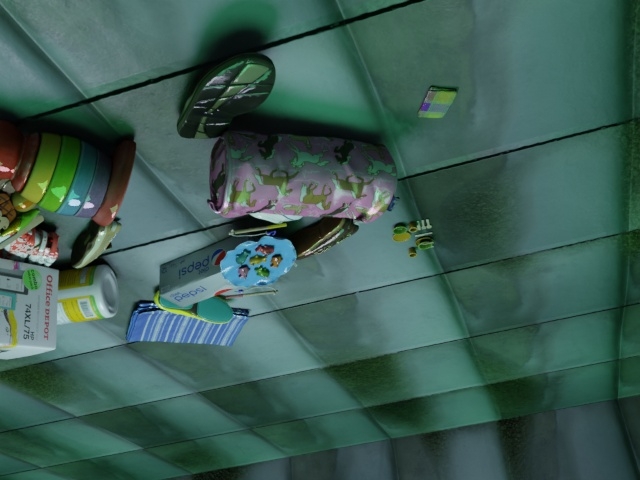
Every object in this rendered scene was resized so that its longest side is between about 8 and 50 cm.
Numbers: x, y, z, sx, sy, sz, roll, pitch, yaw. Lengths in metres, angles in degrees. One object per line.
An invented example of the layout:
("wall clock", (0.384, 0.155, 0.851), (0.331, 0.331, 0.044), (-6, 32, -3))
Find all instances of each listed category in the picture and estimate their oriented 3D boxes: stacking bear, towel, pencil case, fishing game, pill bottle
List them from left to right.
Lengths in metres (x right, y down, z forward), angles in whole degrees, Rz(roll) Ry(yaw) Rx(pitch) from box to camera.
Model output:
("stacking bear", (-0.529, -0.143, 1.468), (0.289, 0.164, 0.175), (19, 141, -28))
("pill bottle", (-0.651, 0.144, 1.929), (0.246, 0.136, 0.136), (-8, 149, 5))
("towel", (-0.397, 0.259, 2.257), (0.336, 0.040, 0.243), (6, 148, -19))
("fishing game", (-0.143, 0.060, 1.806), (0.189, 0.041, 0.264), (-5, 140, -18))
("pencil case", (-0.037, -0.123, 1.533), (0.386, 0.167, 0.160), (2, 153, -24))
("towel", (0.232, -0.273, 1.510), (0.060, 0.009, 0.083), (1, 149, -12))

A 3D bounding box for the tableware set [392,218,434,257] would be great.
("tableware set", (0.237, -0.002, 1.946), (0.104, 0.024, 0.154), (-10, 149, 8))

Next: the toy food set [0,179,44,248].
("toy food set", (-0.646, -0.070, 1.568), (0.038, 0.132, 0.192), (29, 149, 32))

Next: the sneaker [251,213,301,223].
("sneaker", (-0.139, -0.093, 1.664), (0.091, 0.094, 0.258), (-28, 143, 27))

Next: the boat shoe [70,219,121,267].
("boat shoe", (-0.530, 0.012, 1.806), (0.072, 0.068, 0.190), (6, 149, -40))

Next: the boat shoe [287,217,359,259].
("boat shoe", (0.000, 0.000, 1.861), (0.207, 0.073, 0.073), (-27, 141, 31))

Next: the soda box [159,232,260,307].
("soda box", (-0.269, 0.077, 1.925), (0.286, 0.091, 0.098), (-21, 146, 23))

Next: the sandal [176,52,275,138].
("sandal", (-0.188, -0.271, 1.384), (0.120, 0.086, 0.303), (8, 162, -31))

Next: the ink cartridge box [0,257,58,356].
("ink cartridge box", (-0.765, 0.153, 1.718), (0.197, 0.198, 0.270), (-14, 161, 33))

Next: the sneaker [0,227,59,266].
("sneaker", (-0.666, -0.018, 1.709), (0.145, 0.090, 0.270), (2, 152, -15))

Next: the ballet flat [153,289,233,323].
("ballet flat", (-0.357, 0.180, 2.115), (0.231, 0.077, 0.077), (17, 163, -28))
